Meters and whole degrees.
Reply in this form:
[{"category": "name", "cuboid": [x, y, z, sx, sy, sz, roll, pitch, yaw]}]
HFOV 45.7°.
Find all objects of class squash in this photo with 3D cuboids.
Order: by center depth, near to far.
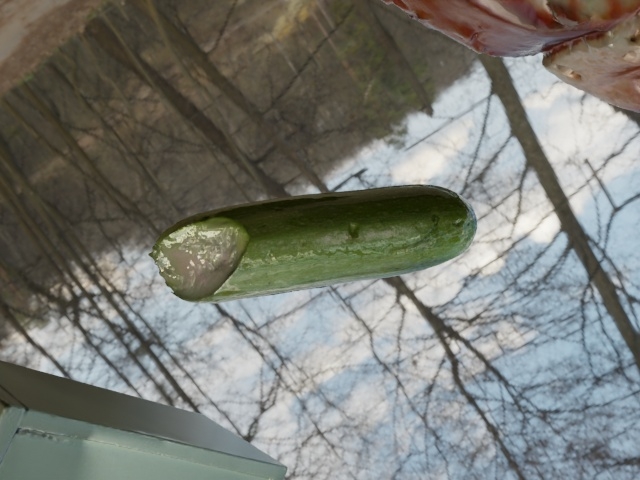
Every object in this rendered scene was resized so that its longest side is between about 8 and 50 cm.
[{"category": "squash", "cuboid": [0.000, 0.000, 0.539, 0.239, 0.069, 0.069, -8, -171, -13]}]

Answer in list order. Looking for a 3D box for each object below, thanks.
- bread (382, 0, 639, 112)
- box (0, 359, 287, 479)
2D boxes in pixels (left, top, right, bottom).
[{"category": "bread", "cuboid": [0.172, -0.264, 0.518, 0.114, 0.328, 0.294, -170, -84, -75]}, {"category": "box", "cuboid": [-0.174, 0.214, 0.493, 0.118, 0.225, 0.224, 16, -100, 45]}]
